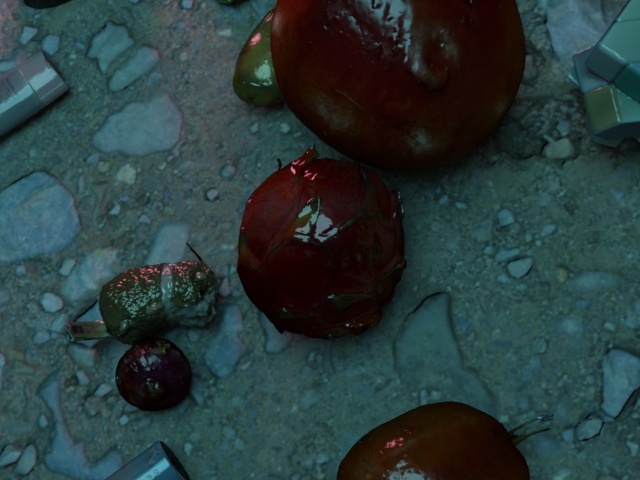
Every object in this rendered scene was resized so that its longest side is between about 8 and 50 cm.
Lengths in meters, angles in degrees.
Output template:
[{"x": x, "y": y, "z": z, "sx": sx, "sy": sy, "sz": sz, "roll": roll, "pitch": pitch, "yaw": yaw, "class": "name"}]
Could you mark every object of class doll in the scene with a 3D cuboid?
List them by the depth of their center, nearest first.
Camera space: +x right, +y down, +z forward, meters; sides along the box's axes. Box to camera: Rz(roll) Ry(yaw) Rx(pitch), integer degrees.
[{"x": -0.247, "y": 0.093, "z": 1.743, "sx": 0.221, "sy": 0.105, "sz": 0.115, "roll": -23, "pitch": 70, "yaw": 3, "class": "doll"}]

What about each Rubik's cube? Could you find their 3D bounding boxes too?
[{"x": 0.455, "y": -0.215, "z": 1.673, "sx": 0.224, "sy": 0.213, "sz": 0.265, "roll": 37, "pitch": 70, "yaw": 5, "class": "Rubik's cube"}]

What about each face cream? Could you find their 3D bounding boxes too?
[{"x": -0.289, "y": 0.366, "z": 1.675, "sx": 0.229, "sy": 0.075, "sz": 0.075, "roll": -36, "pitch": 69, "yaw": -4, "class": "face cream"}, {"x": -0.488, "y": -0.209, "z": 1.917, "sx": 0.198, "sy": 0.057, "sz": 0.084, "roll": -35, "pitch": 70, "yaw": -4, "class": "face cream"}]

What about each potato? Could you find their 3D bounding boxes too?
[{"x": -0.062, "y": -0.275, "z": 1.847, "sx": 0.107, "sy": 0.080, "sz": 0.170, "roll": 23, "pitch": 72, "yaw": 18, "class": "potato"}]

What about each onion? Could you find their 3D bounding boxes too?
[{"x": -0.230, "y": 0.187, "z": 1.711, "sx": 0.107, "sy": 0.097, "sz": 0.107, "roll": -1, "pitch": 114, "yaw": -2, "class": "onion"}]

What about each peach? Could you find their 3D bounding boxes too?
[{"x": 0.107, "y": -0.266, "z": 1.663, "sx": 0.370, "sy": 0.370, "sz": 0.370, "roll": -3, "pitch": 71, "yaw": 9, "class": "peach"}]

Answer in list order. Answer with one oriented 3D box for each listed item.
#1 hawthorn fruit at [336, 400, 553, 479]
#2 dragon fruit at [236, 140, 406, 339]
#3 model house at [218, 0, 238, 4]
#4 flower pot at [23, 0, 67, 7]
[{"x": 0.169, "y": 0.291, "z": 1.558, "sx": 0.299, "sy": 0.211, "sz": 0.211, "roll": -33, "pitch": 68, "yaw": -16, "class": "hawthorn fruit"}, {"x": 0.002, "y": 0.009, "z": 1.666, "sx": 0.241, "sy": 0.241, "sz": 0.252, "roll": 32, "pitch": 112, "yaw": 19, "class": "dragon fruit"}, {"x": -0.134, "y": -0.612, "z": 1.844, "sx": 0.300, "sy": 0.324, "sz": 0.340, "roll": -33, "pitch": 69, "yaw": -2, "class": "model house"}, {"x": -0.392, "y": -0.467, "z": 1.959, "sx": 0.229, "sy": 0.108, "sz": 0.103, "roll": -31, "pitch": 68, "yaw": -2, "class": "flower pot"}]
